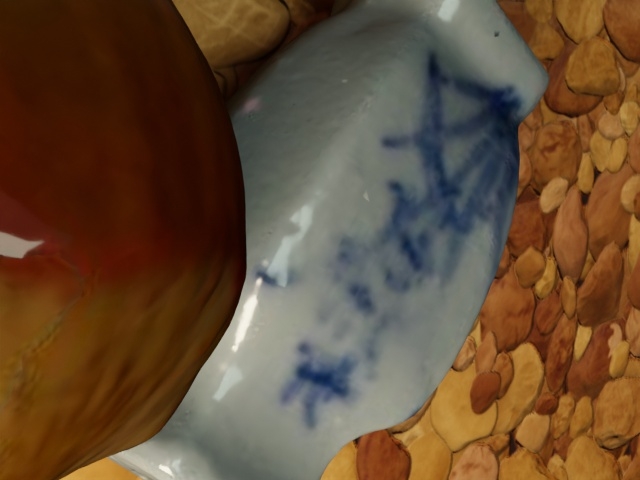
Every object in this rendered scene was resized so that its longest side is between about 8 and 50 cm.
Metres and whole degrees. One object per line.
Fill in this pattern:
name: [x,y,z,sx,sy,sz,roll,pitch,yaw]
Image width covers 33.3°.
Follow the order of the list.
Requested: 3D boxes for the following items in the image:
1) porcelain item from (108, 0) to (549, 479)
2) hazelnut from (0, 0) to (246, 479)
porcelain item: [0.000,0.000,0.760,0.242,0.178,0.405,43,68,-35]
hazelnut: [-0.203,-0.033,0.511,0.366,0.366,0.366,-8,102,-39]
